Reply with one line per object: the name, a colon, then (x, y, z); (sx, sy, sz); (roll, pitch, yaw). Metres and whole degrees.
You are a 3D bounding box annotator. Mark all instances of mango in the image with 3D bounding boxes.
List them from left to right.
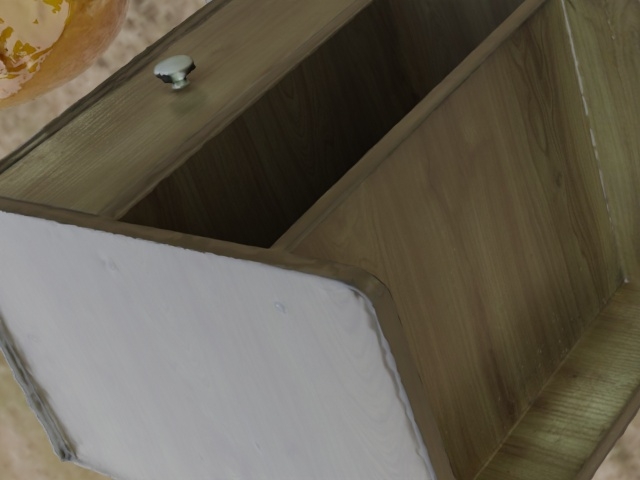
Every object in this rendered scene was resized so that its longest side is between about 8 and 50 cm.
mango: (-0.186, -0.135, 0.714); (0.126, 0.154, 0.252); (63, 163, -12)

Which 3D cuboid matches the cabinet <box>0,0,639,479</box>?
cabinet: (0.000, 0.000, 0.484); (0.215, 0.175, 0.148); (10, 132, 40)
